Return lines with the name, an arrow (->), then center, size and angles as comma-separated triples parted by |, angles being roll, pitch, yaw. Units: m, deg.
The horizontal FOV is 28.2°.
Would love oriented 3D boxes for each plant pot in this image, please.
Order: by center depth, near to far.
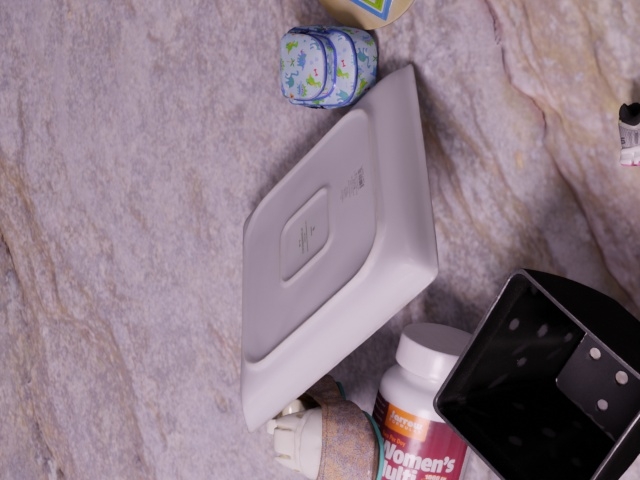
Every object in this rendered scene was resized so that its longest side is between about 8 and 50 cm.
plant pot -> 0.262, 0.148, 1.286 | 0.187, 0.167, 0.188 | 45, 122, 32

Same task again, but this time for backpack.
backpack -> 0.007, -0.211, 1.560 | 0.114, 0.084, 0.105 | 8, 103, 39

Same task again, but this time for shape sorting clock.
shape sorting clock -> 0.054, -0.358, 1.535 | 0.206, 0.040, 0.206 | 21, 119, 43

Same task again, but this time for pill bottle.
pill bottle -> 0.117, 0.214, 1.459 | 0.121, 0.121, 0.221 | 26, 111, 39

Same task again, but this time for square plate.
square plate -> 0.000, 0.000, 1.493 | 0.344, 0.049, 0.347 | -44, 33, 35

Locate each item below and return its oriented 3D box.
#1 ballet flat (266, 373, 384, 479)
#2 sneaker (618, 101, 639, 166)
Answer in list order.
ballet flat -> -0.008, 0.227, 1.482 | 0.316, 0.106, 0.107 | -157, 72, -79
sneaker -> 0.359, -0.125, 1.246 | 0.170, 0.063, 0.074 | -18, 86, 48
